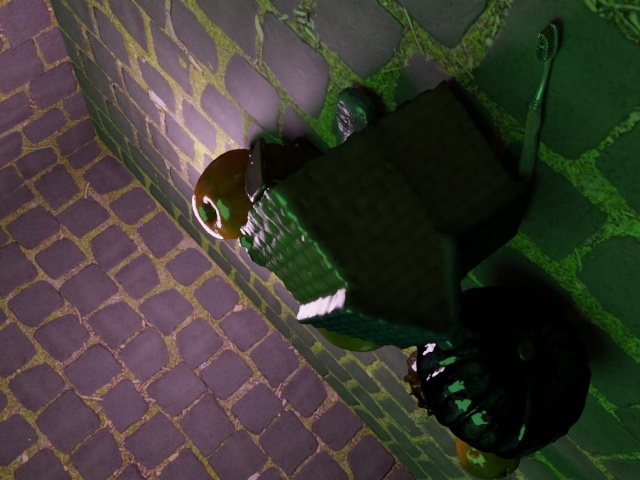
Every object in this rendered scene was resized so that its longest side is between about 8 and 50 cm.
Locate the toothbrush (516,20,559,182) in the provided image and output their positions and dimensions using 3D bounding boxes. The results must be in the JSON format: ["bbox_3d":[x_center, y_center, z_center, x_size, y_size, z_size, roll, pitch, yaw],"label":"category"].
[{"bbox_3d":[0.354,-0.194,0.965,0.028,0.037,0.375,38,159,32],"label":"toothbrush"}]

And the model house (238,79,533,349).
[{"bbox_3d":[0.139,0.003,1.097,0.400,0.445,0.395,53,158,3],"label":"model house"}]

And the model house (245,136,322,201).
[{"bbox_3d":[-0.085,-0.179,1.623,0.229,0.220,0.199,7,153,-15],"label":"model house"}]

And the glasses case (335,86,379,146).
[{"bbox_3d":[0.086,-0.237,1.353,0.109,0.067,0.282,44,157,26],"label":"glasses case"}]

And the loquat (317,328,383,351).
[{"bbox_3d":[0.129,0.165,1.600,0.359,0.328,0.328,47,160,-17],"label":"loquat"}]

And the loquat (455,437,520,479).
[{"bbox_3d":[0.522,0.640,1.809,0.208,0.208,0.208,40,157,21],"label":"loquat"}]

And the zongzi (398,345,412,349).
[{"bbox_3d":[0.313,0.290,1.760,0.256,0.115,0.228,25,152,27],"label":"zongzi"}]

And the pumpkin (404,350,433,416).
[{"bbox_3d":[0.374,0.491,1.932,0.254,0.130,0.149,44,158,16],"label":"pumpkin"}]

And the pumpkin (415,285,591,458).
[{"bbox_3d":[0.387,0.277,1.242,0.363,0.363,0.266,45,150,10],"label":"pumpkin"}]

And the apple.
[{"bbox_3d":[-0.277,-0.148,1.927,0.299,0.275,0.299,40,151,27],"label":"apple"}]
